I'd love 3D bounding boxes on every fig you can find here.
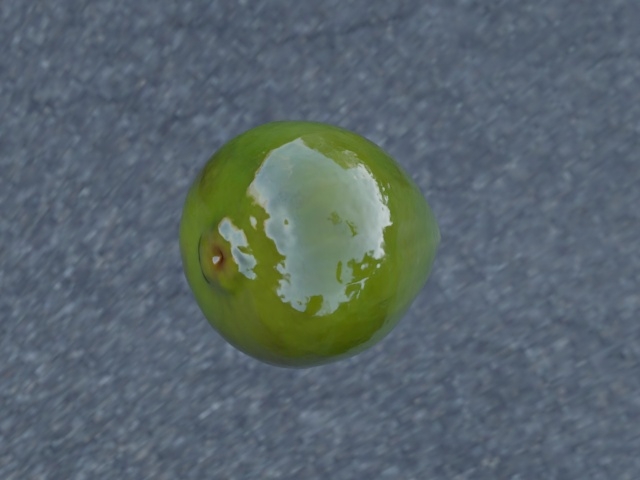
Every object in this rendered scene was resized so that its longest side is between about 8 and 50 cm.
[{"bbox_3d":[-0.010,-0.001,1.417,0.207,0.207,0.230,55,24,3],"label":"fig"}]
